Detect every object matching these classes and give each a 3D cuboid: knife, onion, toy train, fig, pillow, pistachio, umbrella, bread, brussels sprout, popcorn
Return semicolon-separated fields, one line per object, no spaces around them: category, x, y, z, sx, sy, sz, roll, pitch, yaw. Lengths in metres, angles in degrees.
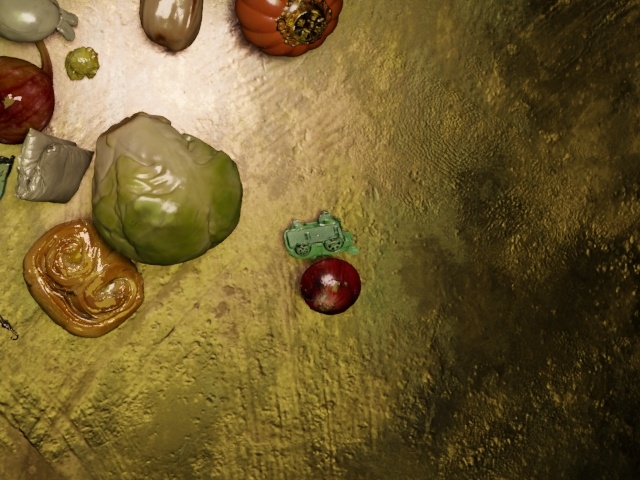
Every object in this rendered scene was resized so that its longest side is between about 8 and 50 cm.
knife;-0.675;-0.034;1.874;0.044;0.026;0.296;18;91;-25
onion;0.020;0.098;1.989;0.131;0.131;0.131;-1;96;-12
toy train;0.000;0.000;1.994;0.149;0.099;0.081;-15;133;-5
fig;-0.573;-0.287;1.815;0.207;0.175;0.175;-38;103;-34
pillow;-0.520;-0.137;1.829;0.078;0.181;0.134;22;94;14
pistachio;-0.287;-0.478;1.861;0.129;0.131;0.206;3;97;-54
umbrella;-0.654;0.155;1.905;0.022;0.013;0.122;-36;104;15
bread;-0.474;0.078;1.880;0.198;0.120;0.236;-40;101;-7
brussels sprout;-0.311;-0.089;1.835;0.316;0.242;0.273;33;81;-15
popcorn;-0.476;-0.353;1.870;0.083;0.068;0.059;-28;75;28

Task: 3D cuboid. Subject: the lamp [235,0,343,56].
lamp;-0.061;-0.471;1.874;0.223;0.196;0.223;-18;137;-17

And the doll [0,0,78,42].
doll;-0.604;-0.442;1.792;0.275;0.113;0.155;3;50;-12
